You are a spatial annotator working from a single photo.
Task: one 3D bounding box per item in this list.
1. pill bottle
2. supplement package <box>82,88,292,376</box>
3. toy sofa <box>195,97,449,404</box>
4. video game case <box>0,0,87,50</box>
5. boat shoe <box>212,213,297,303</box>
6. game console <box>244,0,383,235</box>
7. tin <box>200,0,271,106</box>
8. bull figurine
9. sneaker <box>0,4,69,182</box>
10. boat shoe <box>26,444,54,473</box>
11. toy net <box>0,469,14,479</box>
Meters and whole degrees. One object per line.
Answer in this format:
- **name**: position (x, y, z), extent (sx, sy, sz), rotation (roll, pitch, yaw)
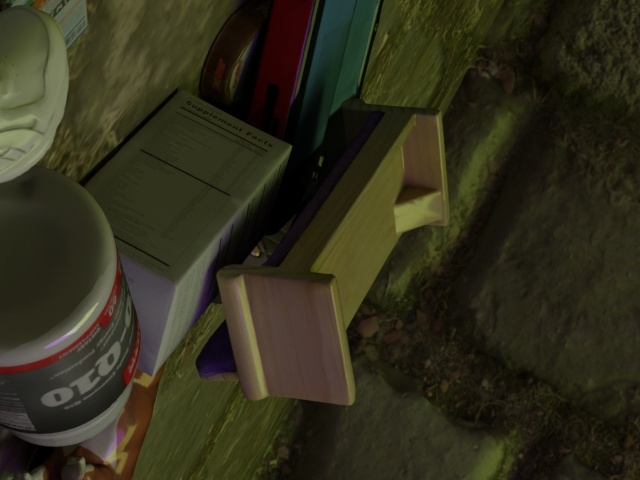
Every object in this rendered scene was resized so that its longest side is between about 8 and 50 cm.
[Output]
- **pill bottle**: position (-0.231, 0.066, 1.214), extent (0.161, 0.161, 0.283), rotation (-58, 169, -20)
- **supplement package**: position (-0.149, -0.013, 1.462), extent (0.244, 0.139, 0.134), rotation (-52, 167, -45)
- **toy sofa**: position (0.000, 0.000, 1.550), extent (0.362, 0.177, 0.150), rotation (-56, 146, -50)
- **video game case**: position (-0.212, -0.175, 1.099), extent (0.119, 0.015, 0.166), rotation (-55, 168, -30)
- **boat shoe**: position (-0.074, -0.040, 1.879), extent (0.130, 0.132, 0.355), rotation (-39, -173, 31)
- **game console**: position (0.012, -0.218, 1.705), extent (0.342, 0.060, 0.386), rotation (-40, 147, -62)
- **tin**: position (-0.070, -0.213, 1.627), extent (0.190, 0.040, 0.106), rotation (-48, 158, -53)
- **bull figurine**: position (-0.237, 0.210, 1.568), extent (0.188, 0.101, 0.310), rotation (45, 55, -73)
- **sneaker**: position (-0.249, -0.074, 0.977), extent (0.232, 0.090, 0.115), rotation (-56, 163, -19)
- **boat shoe**: position (-0.261, 0.189, 1.661), extent (0.190, 0.068, 0.072), rotation (-61, 154, -13)
- **toy net**: position (-0.382, 0.325, 1.482), extent (0.232, 0.045, 0.122), rotation (-63, 157, -8)
